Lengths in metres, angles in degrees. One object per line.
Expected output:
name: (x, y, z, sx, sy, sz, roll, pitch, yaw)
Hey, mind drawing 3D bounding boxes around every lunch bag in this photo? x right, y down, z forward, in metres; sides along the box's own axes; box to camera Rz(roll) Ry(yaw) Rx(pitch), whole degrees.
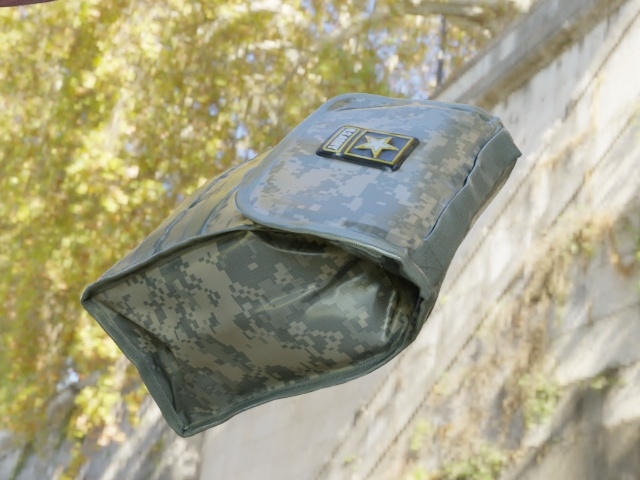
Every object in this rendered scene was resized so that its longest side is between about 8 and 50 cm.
lunch bag: (0.000, 0.000, 0.849, 0.287, 0.235, 0.169, -23, -74, 35)

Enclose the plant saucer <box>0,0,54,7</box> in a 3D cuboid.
plant saucer: (-0.306, -0.296, 0.945, 0.332, 0.332, 0.084, 8, -57, 3)
